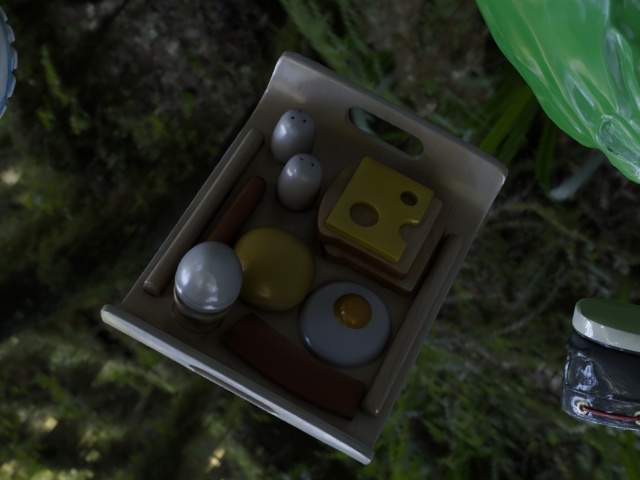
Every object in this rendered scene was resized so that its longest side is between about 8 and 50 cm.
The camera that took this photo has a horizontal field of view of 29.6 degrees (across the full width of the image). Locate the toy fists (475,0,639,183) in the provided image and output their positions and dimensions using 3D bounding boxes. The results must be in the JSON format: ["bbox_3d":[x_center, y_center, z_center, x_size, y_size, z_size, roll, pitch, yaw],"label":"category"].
[{"bbox_3d":[0.175,-0.077,0.463,0.279,0.096,0.142,20,150,49],"label":"toy fists"}]

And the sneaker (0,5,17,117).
[{"bbox_3d":[-0.195,-0.037,0.590,0.071,0.190,0.083,12,-145,-16],"label":"sneaker"}]

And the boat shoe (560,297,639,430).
[{"bbox_3d":[0.148,0.054,0.410,0.133,0.042,0.049,12,-165,17],"label":"boat shoe"}]

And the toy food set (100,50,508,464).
[{"bbox_3d":[0.000,0.000,0.939,0.220,0.306,0.092,28,145,4],"label":"toy food set"}]
